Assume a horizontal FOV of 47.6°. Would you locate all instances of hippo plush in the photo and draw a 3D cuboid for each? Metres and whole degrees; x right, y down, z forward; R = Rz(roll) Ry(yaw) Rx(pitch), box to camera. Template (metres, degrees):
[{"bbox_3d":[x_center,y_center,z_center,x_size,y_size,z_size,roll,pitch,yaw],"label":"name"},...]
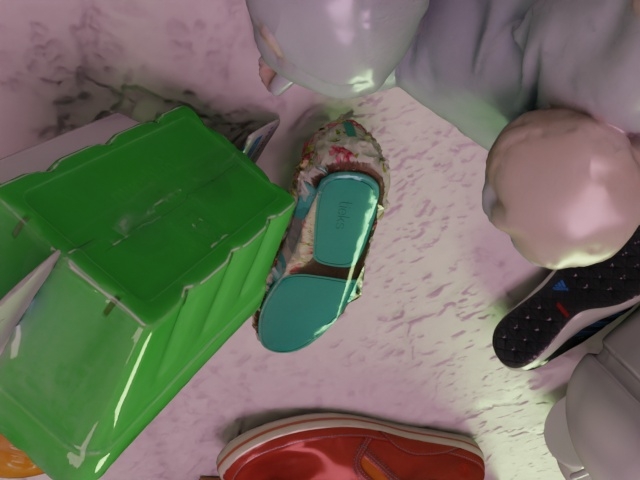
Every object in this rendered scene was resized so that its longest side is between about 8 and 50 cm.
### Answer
[{"bbox_3d":[0.088,-0.149,0.407,0.236,0.294,0.234,27,108,3],"label":"hippo plush"}]

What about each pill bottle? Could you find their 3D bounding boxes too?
[{"bbox_3d":[0.351,0.258,0.853,0.117,0.117,0.208,-35,128,23],"label":"pill bottle"}]

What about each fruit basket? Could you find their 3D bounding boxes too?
[{"bbox_3d":[-0.188,0.075,0.512,0.165,0.327,0.353,46,123,-2],"label":"fruit basket"}]

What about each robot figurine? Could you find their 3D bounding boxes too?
[{"bbox_3d":[0.367,0.124,0.643,0.353,0.200,0.300,-46,168,9],"label":"robot figurine"}]

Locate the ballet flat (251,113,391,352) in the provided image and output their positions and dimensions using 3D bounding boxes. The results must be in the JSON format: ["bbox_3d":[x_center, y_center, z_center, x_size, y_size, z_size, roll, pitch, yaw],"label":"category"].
[{"bbox_3d":[0.000,0.000,0.592,0.091,0.077,0.241,10,136,-15],"label":"ballet flat"}]

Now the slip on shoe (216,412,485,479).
[{"bbox_3d":[0.045,0.275,0.840,0.331,0.101,0.123,11,132,-15],"label":"slip on shoe"}]

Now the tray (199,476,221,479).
[{"bbox_3d":[0.051,0.408,0.893,0.411,0.203,0.076,7,133,-14],"label":"tray"}]

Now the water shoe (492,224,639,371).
[{"bbox_3d":[0.255,0.052,0.697,0.203,0.073,0.080,-39,154,24],"label":"water shoe"}]
